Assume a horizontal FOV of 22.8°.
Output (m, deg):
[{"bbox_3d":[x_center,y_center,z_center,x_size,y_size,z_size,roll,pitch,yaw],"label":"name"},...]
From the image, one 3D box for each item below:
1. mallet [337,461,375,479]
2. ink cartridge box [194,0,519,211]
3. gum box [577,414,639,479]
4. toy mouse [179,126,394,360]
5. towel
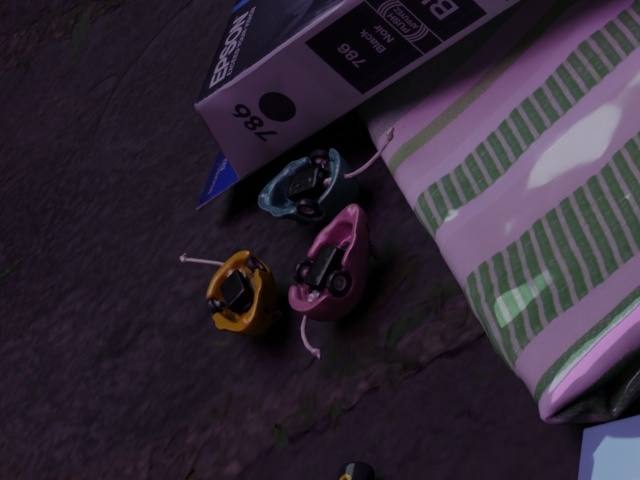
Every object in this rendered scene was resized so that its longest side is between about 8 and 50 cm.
[{"bbox_3d":[0.004,0.173,0.665,0.062,0.039,0.190,-18,40,43],"label":"mallet"},{"bbox_3d":[0.030,-0.152,0.891,0.332,0.065,0.165,-32,30,41],"label":"ink cartridge box"},{"bbox_3d":[0.161,0.116,0.506,0.184,0.041,0.157,-23,41,40],"label":"gum box"},{"bbox_3d":[0.000,0.000,0.846,0.143,0.031,0.161,-49,32,8],"label":"toy mouse"},{"bbox_3d":[0.140,-0.079,0.742,0.248,0.038,0.325,-45,32,13],"label":"towel"}]
